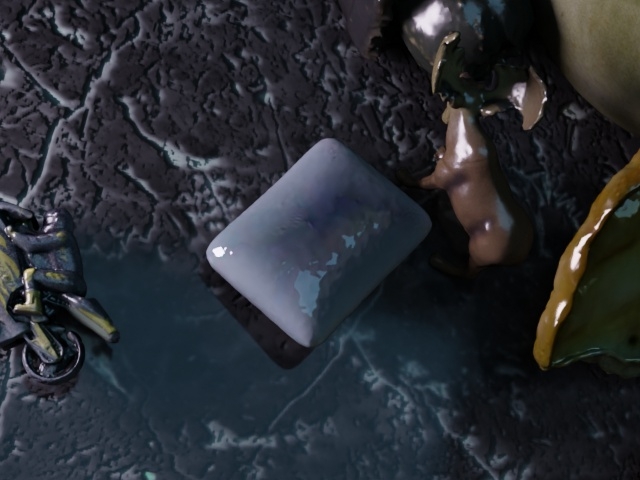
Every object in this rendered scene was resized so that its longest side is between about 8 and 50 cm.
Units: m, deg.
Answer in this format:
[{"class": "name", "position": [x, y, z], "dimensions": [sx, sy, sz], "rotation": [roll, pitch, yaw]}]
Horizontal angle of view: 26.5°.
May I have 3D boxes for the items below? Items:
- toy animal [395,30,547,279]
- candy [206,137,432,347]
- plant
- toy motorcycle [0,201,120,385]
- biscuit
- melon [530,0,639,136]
[{"class": "toy animal", "position": [0.143, -0.078, 1.227], "dimensions": [0.094, 0.186, 0.214], "rotation": [-24, 90, -22]}, {"class": "candy", "position": [0.000, 0.000, 1.237], "dimensions": [0.138, 0.071, 0.174], "rotation": [40, 70, 14]}, {"class": "plant", "position": [0.093, -0.259, 1.303], "dimensions": [0.164, 0.142, 0.256], "rotation": [-31, 72, -20]}, {"class": "toy motorcycle", "position": [-0.251, 0.029, 1.176], "dimensions": [0.193, 0.061, 0.124], "rotation": [43, 76, 10]}, {"class": "biscuit", "position": [0.367, 0.030, 1.259], "dimensions": [0.335, 0.078, 0.329], "rotation": [33, 103, -29]}, {"class": "melon", "position": [0.335, -0.252, 1.290], "dimensions": [0.269, 0.268, 0.330], "rotation": [-31, 86, -19]}]
